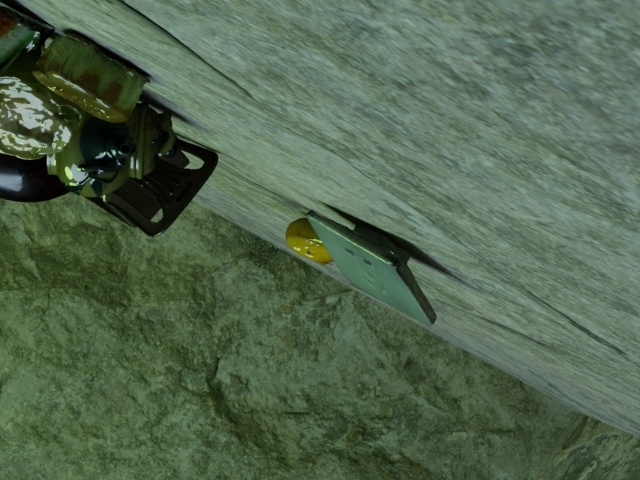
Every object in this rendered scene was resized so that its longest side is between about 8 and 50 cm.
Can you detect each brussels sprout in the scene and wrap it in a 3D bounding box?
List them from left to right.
[{"bbox_3d":[-0.384,-0.192,1.581,0.149,0.122,0.151,-22,119,27],"label":"brussels sprout"}]

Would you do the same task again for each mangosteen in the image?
[{"bbox_3d":[-0.468,-0.161,1.923,0.235,0.235,0.261,29,161,-3],"label":"mangosteen"}]

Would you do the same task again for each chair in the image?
[{"bbox_3d":[-0.288,-0.105,2.027,0.326,0.175,0.183,33,170,31],"label":"chair"}]

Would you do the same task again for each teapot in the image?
[{"bbox_3d":[-0.295,-0.148,1.720,0.182,0.173,0.269,4,-171,-6],"label":"teapot"}]

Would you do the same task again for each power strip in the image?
[{"bbox_3d":[0.093,0.029,1.848,0.198,0.064,0.213,28,163,35],"label":"power strip"}]

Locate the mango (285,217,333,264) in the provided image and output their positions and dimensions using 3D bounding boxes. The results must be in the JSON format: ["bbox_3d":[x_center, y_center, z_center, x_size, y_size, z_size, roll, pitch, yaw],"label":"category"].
[{"bbox_3d":[0.000,0.000,2.145,0.101,0.066,0.187,40,166,-29],"label":"mango"}]

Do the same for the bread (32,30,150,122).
[{"bbox_3d":[-0.285,-0.201,1.468,0.128,0.069,0.140,31,174,-25],"label":"bread"}]

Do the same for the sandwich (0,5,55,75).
[{"bbox_3d":[-0.493,-0.241,1.413,0.109,0.292,0.212,50,176,30],"label":"sandwich"}]
